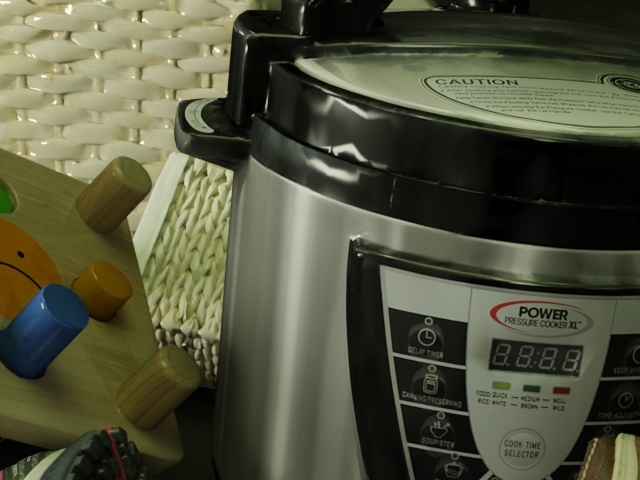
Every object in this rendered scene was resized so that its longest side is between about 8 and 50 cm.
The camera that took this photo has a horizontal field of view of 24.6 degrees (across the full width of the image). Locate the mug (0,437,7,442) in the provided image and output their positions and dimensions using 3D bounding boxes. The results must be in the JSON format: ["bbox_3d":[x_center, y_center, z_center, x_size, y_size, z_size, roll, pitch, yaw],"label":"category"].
[{"bbox_3d":[-0.280,0.098,1.032,0.113,0.150,0.169,-12,6,30],"label":"mug"}]

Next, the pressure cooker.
[{"bbox_3d":[0.111,0.002,0.987,0.375,0.420,0.370,22,25,36],"label":"pressure cooker"}]

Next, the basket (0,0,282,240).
[{"bbox_3d":[-0.204,-0.136,1.405,0.331,0.328,0.266,7,23,4],"label":"basket"}]

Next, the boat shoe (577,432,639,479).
[{"bbox_3d":[0.113,0.211,0.754,0.095,0.095,0.257,6,55,20],"label":"boat shoe"}]

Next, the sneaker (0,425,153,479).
[{"bbox_3d":[-0.184,0.217,0.808,0.112,0.121,0.299,-19,14,20],"label":"sneaker"}]

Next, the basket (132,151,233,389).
[{"bbox_3d":[-0.100,0.030,1.208,0.103,0.113,0.167,16,60,7],"label":"basket"}]

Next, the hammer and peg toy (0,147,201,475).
[{"bbox_3d":[-0.254,0.016,0.945,0.361,0.127,0.266,23,35,-40],"label":"hammer and peg toy"}]
